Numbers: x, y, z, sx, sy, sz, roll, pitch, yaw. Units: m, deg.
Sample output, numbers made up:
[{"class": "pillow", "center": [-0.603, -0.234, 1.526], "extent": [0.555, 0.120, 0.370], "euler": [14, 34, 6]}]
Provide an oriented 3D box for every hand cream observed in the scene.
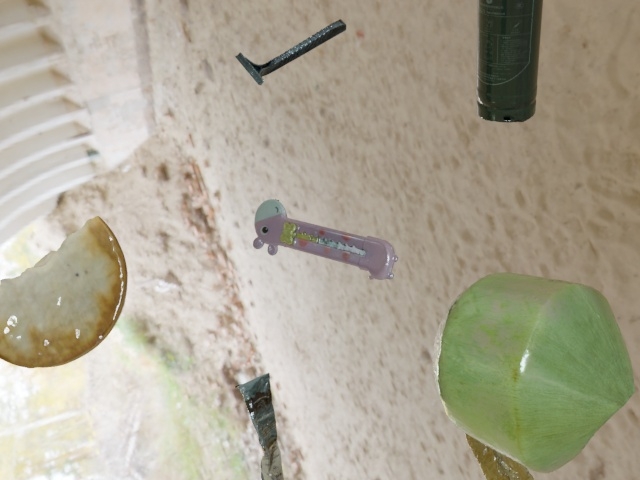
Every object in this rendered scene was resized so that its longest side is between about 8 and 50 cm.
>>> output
[{"class": "hand cream", "center": [-0.120, 0.405, 1.566], "extent": [0.052, 0.075, 0.248], "euler": [-8, 98, 33]}]

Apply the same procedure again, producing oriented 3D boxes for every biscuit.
[{"class": "biscuit", "center": [-0.468, 0.117, 1.354], "extent": [0.204, 0.309, 0.040], "euler": [53, 179, 8]}]

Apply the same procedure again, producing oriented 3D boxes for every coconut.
[{"class": "coconut", "center": [0.339, 0.204, 1.192], "extent": [0.281, 0.328, 0.328], "euler": [26, -162, -39]}]

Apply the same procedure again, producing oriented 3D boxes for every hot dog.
[{"class": "hot dog", "center": [0.358, 0.431, 1.565], "extent": [0.073, 0.084, 0.242], "euler": [-43, 57, 33]}]

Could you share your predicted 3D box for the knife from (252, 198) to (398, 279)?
[{"class": "knife", "center": [0.000, 0.000, 1.701], "extent": [0.398, 0.038, 0.132], "euler": [15, 95, 31]}]

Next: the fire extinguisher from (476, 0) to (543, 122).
[{"class": "fire extinguisher", "center": [0.282, -0.327, 1.101], "extent": [0.114, 0.095, 0.311], "euler": [33, 141, 45]}]

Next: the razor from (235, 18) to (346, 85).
[{"class": "razor", "center": [-0.038, -0.299, 1.174], "extent": [0.066, 0.190, 0.033], "euler": [50, 158, 17]}]
